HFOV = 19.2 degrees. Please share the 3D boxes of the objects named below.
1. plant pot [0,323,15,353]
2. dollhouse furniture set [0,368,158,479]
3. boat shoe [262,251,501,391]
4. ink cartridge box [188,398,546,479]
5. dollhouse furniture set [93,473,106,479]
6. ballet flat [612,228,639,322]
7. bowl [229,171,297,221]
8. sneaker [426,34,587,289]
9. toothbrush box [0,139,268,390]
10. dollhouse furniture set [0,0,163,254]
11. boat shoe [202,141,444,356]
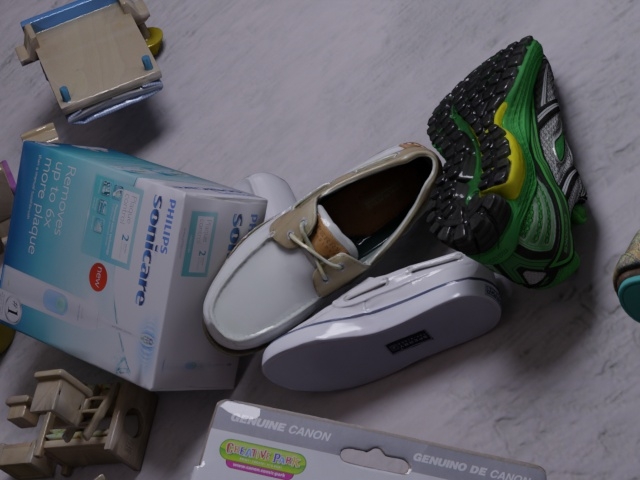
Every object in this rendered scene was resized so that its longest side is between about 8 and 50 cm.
[{"bbox_3d":[-0.421,0.093,2.267,0.134,0.095,0.134,-21,49,26],"label":"plant pot"},{"bbox_3d":[-0.302,0.178,2.064,0.182,0.161,0.101,-8,55,33],"label":"dollhouse furniture set"},{"bbox_3d":[0.061,0.080,1.916,0.258,0.095,0.084,-17,46,15],"label":"boat shoe"},{"bbox_3d":[0.024,0.308,1.639,0.309,0.130,0.271,12,63,7],"label":"ink cartridge box"},{"bbox_3d":[-0.131,0.333,1.788,0.259,0.135,0.262,-40,84,-16],"label":"dollhouse furniture set"},{"bbox_3d":[0.425,0.016,1.660,0.349,0.123,0.123,-1,60,38],"label":"ballet flat"},{"bbox_3d":[-0.092,-0.007,2.116,0.142,0.053,0.142,-32,46,13],"label":"bowl"},{"bbox_3d":[0.194,-0.075,1.900,0.134,0.146,0.343,-35,28,33],"label":"sneaker"},{"bbox_3d":[-0.212,0.024,2.075,0.295,0.126,0.216,19,102,43],"label":"toothbrush box"},{"bbox_3d":[-0.295,-0.127,2.317,0.303,0.198,0.286,-23,41,-8],"label":"dollhouse furniture set"},{"bbox_3d":[0.000,0.000,1.942,0.302,0.113,0.103,-42,0,-12],"label":"boat shoe"}]
